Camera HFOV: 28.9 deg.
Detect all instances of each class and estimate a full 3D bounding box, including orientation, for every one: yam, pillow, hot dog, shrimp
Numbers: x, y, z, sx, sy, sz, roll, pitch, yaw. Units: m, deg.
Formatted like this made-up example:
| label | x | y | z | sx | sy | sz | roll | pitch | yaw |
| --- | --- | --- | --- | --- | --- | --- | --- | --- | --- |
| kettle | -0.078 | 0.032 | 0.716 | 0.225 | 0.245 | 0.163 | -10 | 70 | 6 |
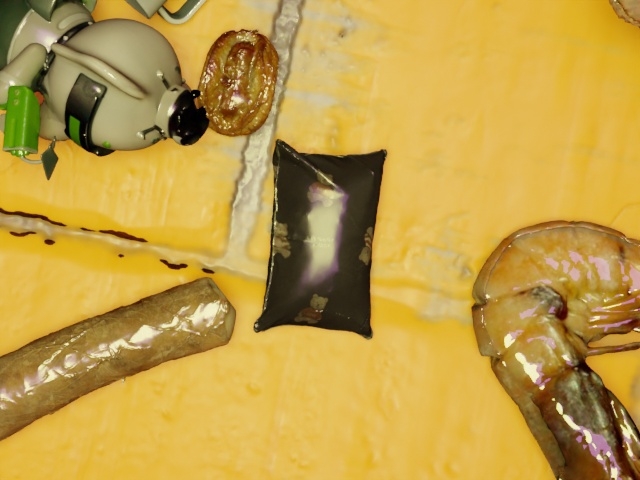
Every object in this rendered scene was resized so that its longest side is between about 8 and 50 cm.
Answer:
| label | x | y | z | sx | sy | sz | roll | pitch | yaw |
| --- | --- | --- | --- | --- | --- | --- | --- | --- | --- |
| yam | -0.205 | 0.104 | 0.932 | 0.299 | 0.066 | 0.066 | -23 | 92 | -2 |
| pillow | 0.000 | 0.000 | 0.949 | 0.090 | 0.048 | 0.150 | 5 | 95 | 6 |
| hot dog | -0.062 | -0.121 | 0.950 | 0.058 | 0.035 | 0.083 | 11 | 90 | 2 |
| shrimp | 0.237 | 0.113 | 0.956 | 0.178 | 0.075 | 0.289 | -28 | 79 | -4 |

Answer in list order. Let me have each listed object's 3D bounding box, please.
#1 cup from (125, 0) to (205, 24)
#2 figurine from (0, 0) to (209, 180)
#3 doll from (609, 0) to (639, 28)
| label | x | y | z | sx | sy | sz | roll | pitch | yaw |
| --- | --- | --- | --- | --- | --- | --- | --- | --- | --- |
| cup | -0.114 | -0.230 | 0.919 | 0.129 | 0.095 | 0.128 | -42 | 129 | -3 |
| figurine | -0.166 | -0.120 | 0.900 | 0.192 | 0.147 | 0.126 | 27 | 107 | 16 |
| doll | 0.323 | -0.152 | 0.935 | 0.201 | 0.156 | 0.303 | -41 | 121 | -9 |
